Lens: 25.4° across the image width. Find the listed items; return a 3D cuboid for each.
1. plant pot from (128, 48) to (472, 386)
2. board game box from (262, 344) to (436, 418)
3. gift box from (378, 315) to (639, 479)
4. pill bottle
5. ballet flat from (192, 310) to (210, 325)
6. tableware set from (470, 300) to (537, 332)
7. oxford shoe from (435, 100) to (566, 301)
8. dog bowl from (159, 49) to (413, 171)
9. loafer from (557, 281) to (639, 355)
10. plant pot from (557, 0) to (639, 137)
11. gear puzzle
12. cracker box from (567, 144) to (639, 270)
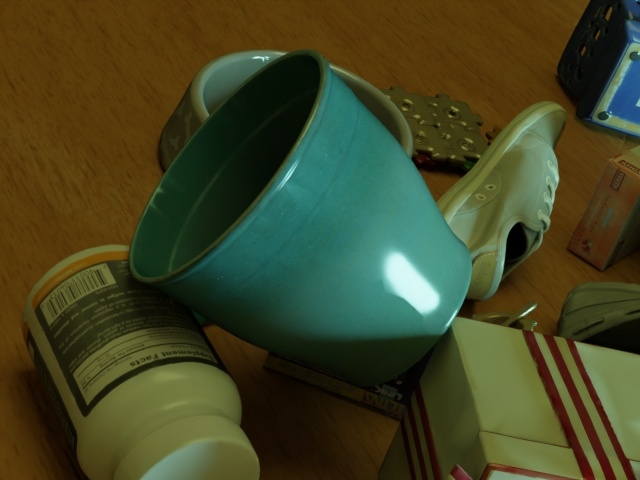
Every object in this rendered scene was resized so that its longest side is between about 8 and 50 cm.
[{"bbox_3d":[0.000,0.000,1.372,0.255,0.272,0.271,39,24,-22],"label":"plant pot"},{"bbox_3d":[0.039,0.104,1.557,0.170,0.141,0.048,21,30,1],"label":"board game box"},{"bbox_3d":[0.199,0.231,1.330,0.255,0.276,0.258,8,33,-12],"label":"gift box"},{"bbox_3d":[-0.171,0.143,1.349,0.162,0.162,0.278,-1,37,-32],"label":"pill bottle"},{"bbox_3d":[-0.138,0.062,1.611,0.188,0.070,0.070,-7,40,-42],"label":"ballet flat"},{"bbox_3d":[0.158,0.097,1.673,0.194,0.039,0.128,5,23,13],"label":"tableware set"},{"bbox_3d":[0.256,-0.049,1.920,0.130,0.169,0.449,26,37,14],"label":"oxford shoe"},{"bbox_3d":[-0.035,-0.132,1.902,0.349,0.102,0.348,13,36,-10],"label":"dog bowl"},{"bbox_3d":[0.445,0.111,1.737,0.319,0.112,0.111,-5,42,32],"label":"loafer"},{"bbox_3d":[0.568,-0.307,2.464,0.236,0.236,0.212,16,36,-8],"label":"plant pot"},{"bbox_3d":[0.175,-0.161,2.167,0.339,0.044,0.175,6,40,-21],"label":"gear puzzle"},{"bbox_3d":[0.465,-0.063,2.072,0.067,0.155,0.232,35,33,23],"label":"cracker box"}]
